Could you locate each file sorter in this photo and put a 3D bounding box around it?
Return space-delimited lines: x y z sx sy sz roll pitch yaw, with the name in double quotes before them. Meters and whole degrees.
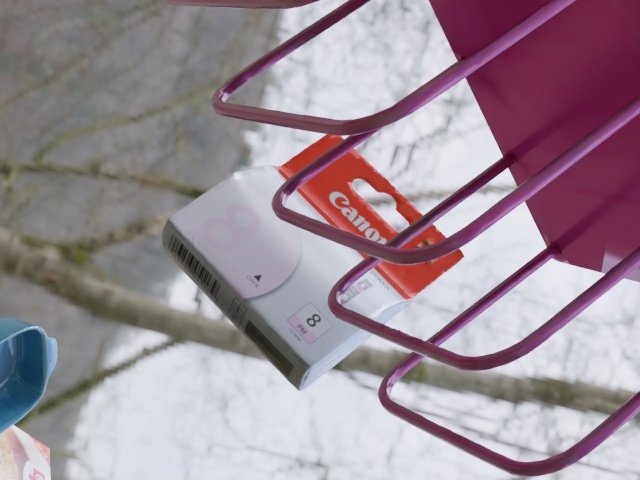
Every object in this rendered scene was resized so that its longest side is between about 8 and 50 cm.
"file sorter" 0.075 -0.052 0.876 0.182 0.291 0.202 -36 -156 -19

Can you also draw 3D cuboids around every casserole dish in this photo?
"casserole dish" -0.290 0.126 1.325 0.037 0.188 0.114 39 -37 25

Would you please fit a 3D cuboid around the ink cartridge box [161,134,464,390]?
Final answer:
"ink cartridge box" 0.000 0.000 1.528 0.232 0.189 0.066 -38 165 -27

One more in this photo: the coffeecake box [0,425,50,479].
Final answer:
"coffeecake box" -0.354 0.231 1.668 0.068 0.185 0.142 -35 -142 18
